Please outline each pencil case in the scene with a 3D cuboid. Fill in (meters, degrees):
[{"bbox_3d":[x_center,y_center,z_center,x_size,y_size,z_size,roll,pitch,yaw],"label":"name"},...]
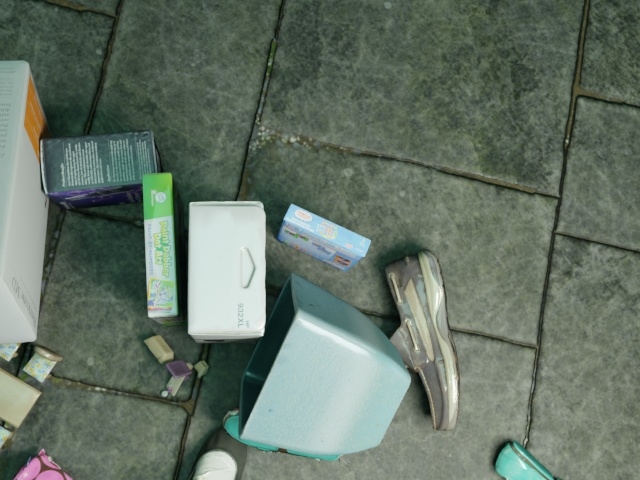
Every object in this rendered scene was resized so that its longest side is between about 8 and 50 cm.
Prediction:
[{"bbox_3d":[-0.464,0.480,1.384,0.209,0.095,0.098,40,50,-1],"label":"pencil case"}]

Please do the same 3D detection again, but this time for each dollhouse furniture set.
[{"bbox_3d":[-0.294,0.242,1.484,0.114,0.091,0.081,46,120,24],"label":"dollhouse furniture set"},{"bbox_3d":[-0.630,0.243,1.364,0.242,0.161,0.212,31,78,-1],"label":"dollhouse furniture set"}]

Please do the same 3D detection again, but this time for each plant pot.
[{"bbox_3d":[0.015,0.243,1.384,0.252,0.247,0.247,23,100,-11],"label":"plant pot"}]

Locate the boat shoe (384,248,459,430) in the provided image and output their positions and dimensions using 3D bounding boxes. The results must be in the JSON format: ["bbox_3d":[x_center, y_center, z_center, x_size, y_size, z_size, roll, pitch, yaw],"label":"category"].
[{"bbox_3d":[0.198,0.199,1.507,0.130,0.132,0.355,-10,76,12],"label":"boat shoe"}]

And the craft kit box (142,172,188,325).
[{"bbox_3d":[-0.282,0.027,1.402,0.061,0.246,0.249,-3,80,-9],"label":"craft kit box"}]

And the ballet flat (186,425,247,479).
[{"bbox_3d":[-0.214,0.477,1.408,0.095,0.096,0.280,27,78,-2],"label":"ballet flat"}]

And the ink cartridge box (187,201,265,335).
[{"bbox_3d":[-0.171,0.069,1.376,0.129,0.307,0.223,0,80,-7],"label":"ink cartridge box"}]

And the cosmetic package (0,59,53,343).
[{"bbox_3d":[-0.578,-0.070,1.317,0.162,0.230,0.453,-3,59,-7],"label":"cosmetic package"}]

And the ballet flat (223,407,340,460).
[{"bbox_3d":[-0.068,0.363,1.459,0.241,0.077,0.091,18,113,-7],"label":"ballet flat"}]

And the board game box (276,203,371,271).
[{"bbox_3d":[0.000,0.000,1.459,0.160,0.211,0.039,25,77,-3],"label":"board game box"}]

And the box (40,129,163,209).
[{"bbox_3d":[-0.413,-0.133,1.462,0.207,0.153,0.108,-7,82,-7],"label":"box"}]

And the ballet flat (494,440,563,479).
[{"bbox_3d":[0.446,0.498,1.504,0.247,0.083,0.087,38,102,1],"label":"ballet flat"}]
